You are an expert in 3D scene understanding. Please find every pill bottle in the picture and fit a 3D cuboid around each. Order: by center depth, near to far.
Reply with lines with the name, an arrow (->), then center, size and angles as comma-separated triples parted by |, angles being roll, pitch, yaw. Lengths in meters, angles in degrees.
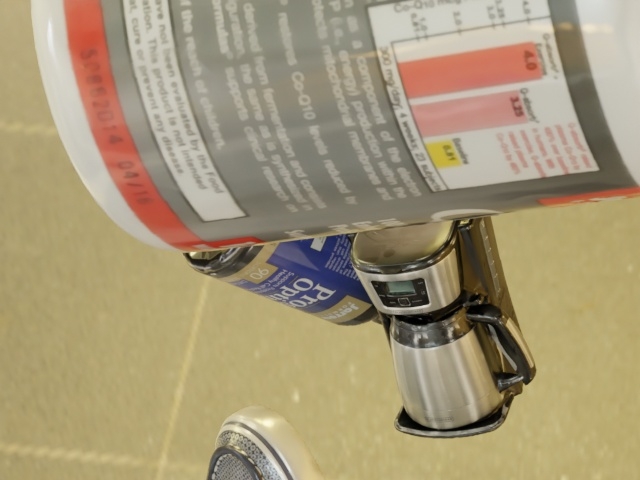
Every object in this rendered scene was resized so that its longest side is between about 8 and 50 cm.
pill bottle -> 0.074, -0.115, 0.863 | 0.363, 0.210, 0.210 | -7, 49, 23
pill bottle -> 0.000, 0.000, 1.599 | 0.219, 0.123, 0.123 | 23, 39, -37

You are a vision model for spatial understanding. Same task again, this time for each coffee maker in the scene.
coffee maker -> 0.091, 0.041, 1.543 | 0.120, 0.178, 0.171 | -15, 30, 3

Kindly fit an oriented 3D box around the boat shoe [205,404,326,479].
boat shoe -> -0.070, 0.308, 1.510 | 0.158, 0.340, 0.127 | -23, 24, -37
